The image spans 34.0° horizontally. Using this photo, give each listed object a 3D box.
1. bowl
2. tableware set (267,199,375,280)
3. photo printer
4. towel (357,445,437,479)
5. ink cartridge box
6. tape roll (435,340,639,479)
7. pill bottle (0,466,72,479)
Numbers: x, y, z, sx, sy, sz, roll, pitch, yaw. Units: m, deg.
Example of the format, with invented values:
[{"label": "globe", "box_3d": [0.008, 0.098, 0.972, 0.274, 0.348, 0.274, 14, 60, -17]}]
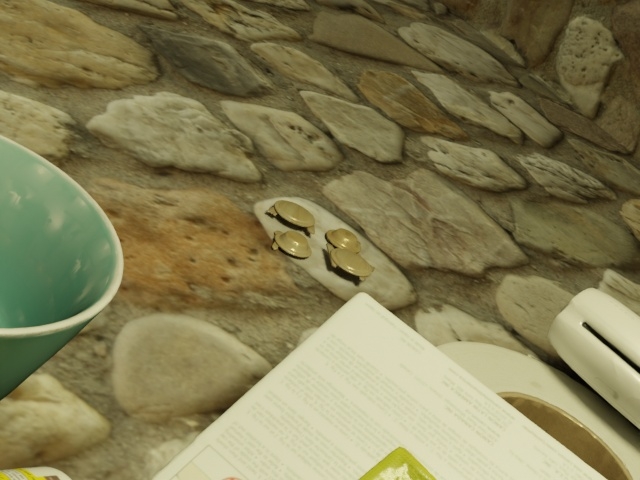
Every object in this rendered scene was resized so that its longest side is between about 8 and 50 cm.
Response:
[{"label": "bowl", "box_3d": [-0.340, 0.032, 0.877, 0.311, 0.163, 0.311, 24, 26, -13]}, {"label": "tableware set", "box_3d": [0.000, 0.000, 1.465, 0.168, 0.020, 0.141, 24, 24, -9]}, {"label": "photo printer", "box_3d": [0.428, 0.183, 1.363, 0.256, 0.107, 0.307, 43, 6, 28]}, {"label": "towel", "box_3d": [0.022, 0.263, 0.845, 0.237, 0.021, 0.102, -32, 66, -35]}, {"label": "ink cartridge box", "box_3d": [0.033, 0.257, 0.927, 0.308, 0.091, 0.385, 38, 52, 17]}, {"label": "tape roll", "box_3d": [0.255, 0.266, 1.186, 0.392, 0.072, 0.392, 24, 25, -12]}, {"label": "pill bottle", "box_3d": [-0.264, 0.213, 0.678, 0.215, 0.117, 0.117, 5, 35, -42]}]
